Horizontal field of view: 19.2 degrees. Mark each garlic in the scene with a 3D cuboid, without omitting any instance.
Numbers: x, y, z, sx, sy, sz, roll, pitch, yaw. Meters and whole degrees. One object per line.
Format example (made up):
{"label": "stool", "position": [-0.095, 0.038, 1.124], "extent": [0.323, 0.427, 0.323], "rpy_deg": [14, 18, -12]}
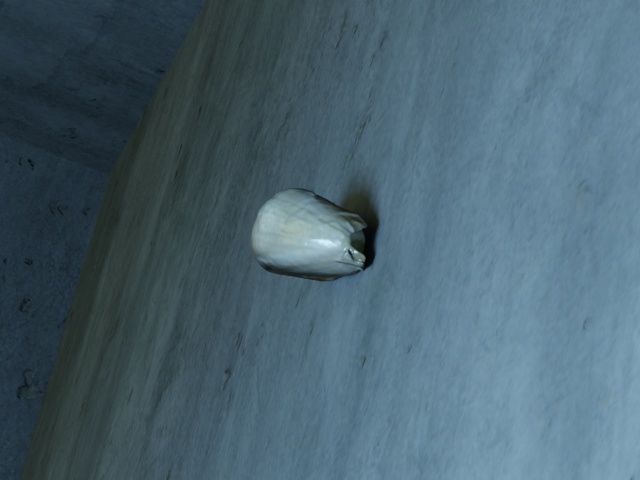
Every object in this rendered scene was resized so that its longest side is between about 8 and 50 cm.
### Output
{"label": "garlic", "position": [-0.014, -0.004, 1.872], "extent": [0.195, 0.101, 0.087], "rpy_deg": [162, 129, -74]}
